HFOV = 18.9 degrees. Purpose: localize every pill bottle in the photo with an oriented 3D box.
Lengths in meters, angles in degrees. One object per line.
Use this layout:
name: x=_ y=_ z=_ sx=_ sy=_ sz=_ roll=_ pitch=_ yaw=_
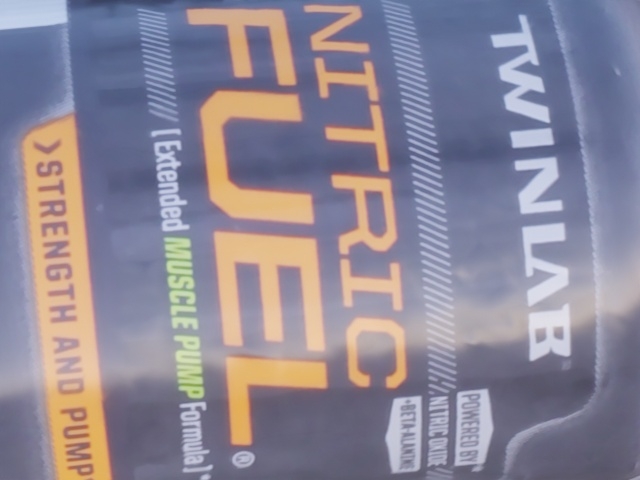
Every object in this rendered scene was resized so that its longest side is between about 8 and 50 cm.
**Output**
pill bottle: x=0.000 y=0.000 z=0.433 sx=0.245 sy=0.130 sz=0.130 roll=-6 pitch=50 yaw=-6
